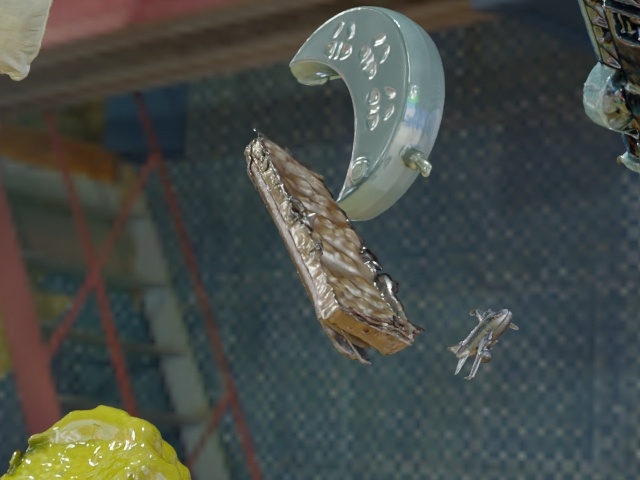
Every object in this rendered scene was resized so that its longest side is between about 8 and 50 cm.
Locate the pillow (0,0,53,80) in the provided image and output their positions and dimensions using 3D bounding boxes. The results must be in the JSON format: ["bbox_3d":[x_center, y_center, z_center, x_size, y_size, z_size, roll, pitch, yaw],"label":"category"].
[{"bbox_3d":[-0.326,-0.196,1.571,0.229,0.051,0.128,10,-54,-20],"label":"pillow"}]

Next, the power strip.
[{"bbox_3d":[0.053,-0.135,1.982,0.054,0.253,0.167,19,-55,-35],"label":"power strip"}]

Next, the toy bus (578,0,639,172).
[{"bbox_3d":[0.277,-0.194,1.413,0.190,0.312,0.152,-36,34,-18],"label":"toy bus"}]

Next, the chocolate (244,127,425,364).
[{"bbox_3d":[-0.002,0.006,1.797,0.102,0.065,0.329,34,14,-30],"label":"chocolate"}]

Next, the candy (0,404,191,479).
[{"bbox_3d":[-0.090,0.189,1.094,0.106,0.094,0.199,9,-42,49],"label":"candy"}]

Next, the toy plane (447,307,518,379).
[{"bbox_3d":[0.144,0.084,1.752,0.031,0.078,0.083,29,-46,-23],"label":"toy plane"}]
